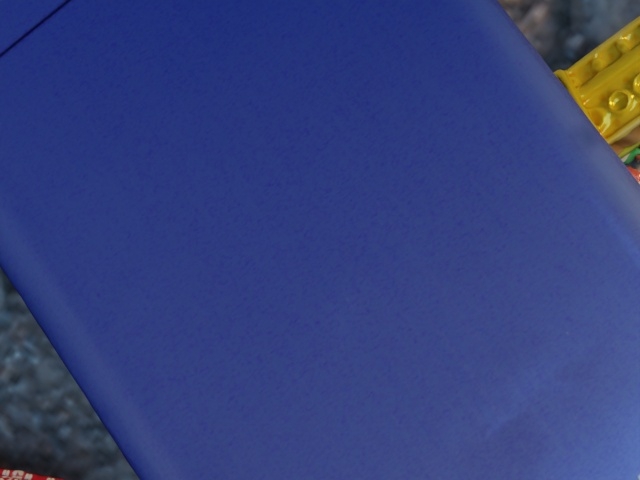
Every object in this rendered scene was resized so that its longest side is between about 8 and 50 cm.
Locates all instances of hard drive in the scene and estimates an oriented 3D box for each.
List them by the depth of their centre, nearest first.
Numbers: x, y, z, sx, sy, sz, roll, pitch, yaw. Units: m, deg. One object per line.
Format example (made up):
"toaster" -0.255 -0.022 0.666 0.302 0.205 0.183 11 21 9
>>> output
"hard drive" 0.000 0.000 0.613 0.210 0.040 0.319 -37 77 8

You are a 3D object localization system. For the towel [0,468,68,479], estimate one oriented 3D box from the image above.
"towel" -0.232 0.174 0.635 0.274 0.031 0.199 5 86 11

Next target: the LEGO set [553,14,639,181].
"LEGO set" 0.159 -0.107 0.650 0.132 0.107 0.287 26 98 33
